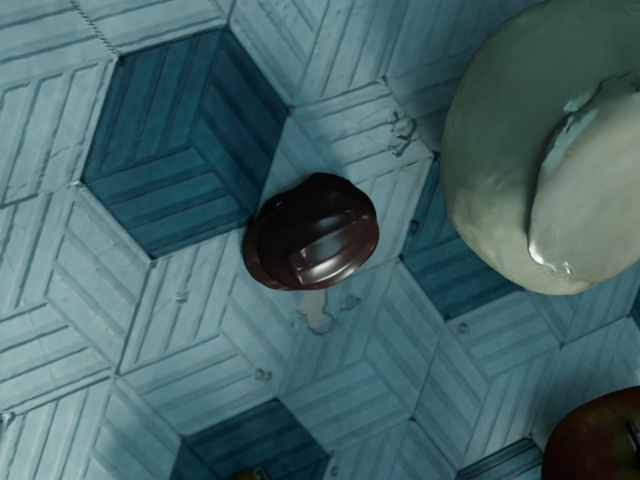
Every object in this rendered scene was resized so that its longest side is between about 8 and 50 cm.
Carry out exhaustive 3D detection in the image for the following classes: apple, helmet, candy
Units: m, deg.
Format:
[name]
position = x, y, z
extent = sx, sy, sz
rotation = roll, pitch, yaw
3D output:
[apple]
position = 0.341, 0.273, 1.321
extent = 0.230, 0.230, 0.230
rotation = -11, 112, -29
[helmet]
position = 0.000, 0.000, 1.098
extent = 0.123, 0.070, 0.098
rotation = -39, 123, -17
[candy]
position = 0.224, -0.093, 1.141
extent = 0.295, 0.185, 0.296
rotation = -25, 134, -30

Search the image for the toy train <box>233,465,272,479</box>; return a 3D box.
[toy train]
position = -0.067, 0.308, 1.154
extent = 0.127, 0.089, 0.219
rotation = -12, 113, -18
